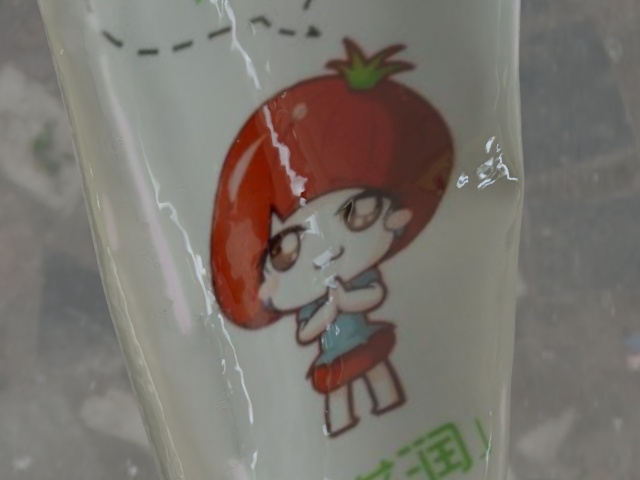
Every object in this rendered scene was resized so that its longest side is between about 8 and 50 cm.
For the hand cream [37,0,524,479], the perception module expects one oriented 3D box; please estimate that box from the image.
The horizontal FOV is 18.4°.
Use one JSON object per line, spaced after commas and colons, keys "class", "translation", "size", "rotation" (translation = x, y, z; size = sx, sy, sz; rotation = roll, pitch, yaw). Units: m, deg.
{"class": "hand cream", "translation": [0.000, 0.000, 0.454], "size": [0.121, 0.076, 0.336], "rotation": [-22, 131, -21]}
